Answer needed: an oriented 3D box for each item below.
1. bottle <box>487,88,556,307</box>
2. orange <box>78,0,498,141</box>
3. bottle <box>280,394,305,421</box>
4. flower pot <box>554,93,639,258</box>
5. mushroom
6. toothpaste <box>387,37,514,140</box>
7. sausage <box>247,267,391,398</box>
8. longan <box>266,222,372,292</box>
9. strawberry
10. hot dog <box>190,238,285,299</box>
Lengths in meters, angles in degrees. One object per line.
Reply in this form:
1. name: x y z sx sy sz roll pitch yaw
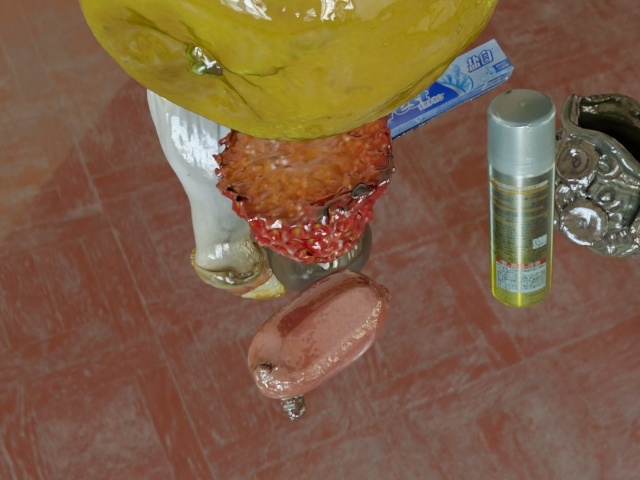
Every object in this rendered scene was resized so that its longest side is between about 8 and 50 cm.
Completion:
1. bottle: 0.246 -0.046 1.266 0.082 0.286 0.082 -5 40 4
2. orange: -0.023 -0.188 0.632 0.279 0.279 0.235 18 60 6
3. bottle: -0.049 0.255 1.749 0.047 0.063 0.101 -14 82 8
4. flower pot: 0.521 -0.112 1.849 0.302 0.213 0.301 14 34 -10
5. mushroom: -0.148 -0.083 1.469 0.159 0.328 0.122 8 33 13
6. toothpaste: 0.170 -0.227 1.623 0.272 0.053 0.066 -28 78 -8
7. sausage: 0.000 0.141 1.595 0.254 0.148 0.148 -34 66 -8
8. longan: 0.000 0.000 1.904 0.197 0.220 0.196 9 68 -23
9. strawberry: 0.003 -0.061 1.265 0.234 0.178 0.234 -9 51 12
10. hot dog: -0.161 0.043 2.036 0.123 0.261 0.093 -27 54 16
